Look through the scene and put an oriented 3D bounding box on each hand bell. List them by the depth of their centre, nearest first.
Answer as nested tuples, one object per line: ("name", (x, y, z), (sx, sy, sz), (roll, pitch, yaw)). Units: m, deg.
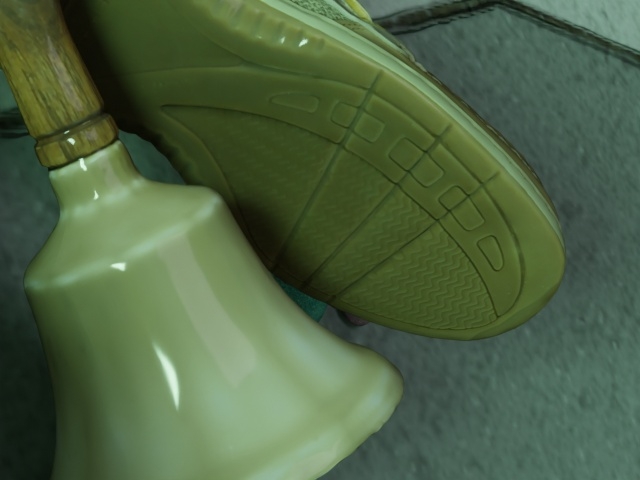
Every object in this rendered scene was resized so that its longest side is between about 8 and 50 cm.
("hand bell", (-0.076, -0.039, 0.601), (0.126, 0.126, 0.242), (-38, 110, -51))

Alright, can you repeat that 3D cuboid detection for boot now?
("boot", (-0.015, -0.093, 0.733), (0.262, 0.095, 0.203), (32, 33, -13))

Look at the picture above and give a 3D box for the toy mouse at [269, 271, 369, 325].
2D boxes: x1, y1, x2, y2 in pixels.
("toy mouse", (0.000, 0.000, 0.776), (0.161, 0.031, 0.143), (3, 66, -47))
